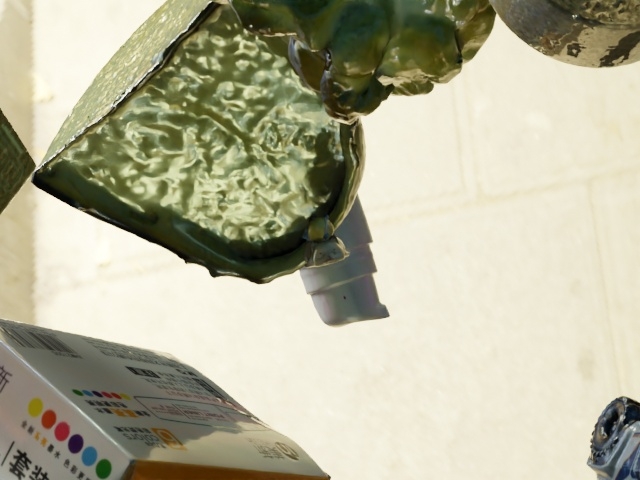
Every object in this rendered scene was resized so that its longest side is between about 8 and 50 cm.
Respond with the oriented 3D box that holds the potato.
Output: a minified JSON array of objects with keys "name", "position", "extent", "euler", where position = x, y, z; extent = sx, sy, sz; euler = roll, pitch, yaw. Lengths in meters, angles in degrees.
[{"name":"potato","position":[-0.088,-0.122,1.774],"extent":[0.330,0.280,0.213],"euler":[-42,17,24]}]

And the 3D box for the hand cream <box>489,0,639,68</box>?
[{"name":"hand cream","position":[0.103,-0.120,0.495],"extent":[0.084,0.203,0.084],"euler":[1,78,-4]}]

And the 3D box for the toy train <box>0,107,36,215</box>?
[{"name":"toy train","position":[-0.242,0.000,0.817],"extent":[0.090,0.137,0.225],"euler":[30,74,19]}]

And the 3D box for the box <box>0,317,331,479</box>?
[{"name":"box","position":[-0.149,0.160,1.314],"extent":[0.220,0.274,0.091],"euler":[35,100,35]}]

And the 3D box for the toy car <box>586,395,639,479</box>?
[{"name":"toy car","position":[0.196,0.124,0.828],"extent":[0.080,0.170,0.070],"euler":[27,79,-10]}]

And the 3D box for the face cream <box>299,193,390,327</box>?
[{"name":"face cream","position":[-0.011,-0.064,1.910],"extent":[0.102,0.102,0.346],"euler":[-18,86,13]}]

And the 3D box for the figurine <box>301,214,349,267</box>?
[{"name":"figurine","position":[0.000,0.000,1.669],"extent":[0.047,0.083,0.051],"euler":[-22,93,-7]}]

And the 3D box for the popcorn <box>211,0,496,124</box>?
[{"name":"popcorn","position":[0.016,-0.194,1.114],"extent":[0.184,0.221,0.204],"euler":[-51,20,4]}]
